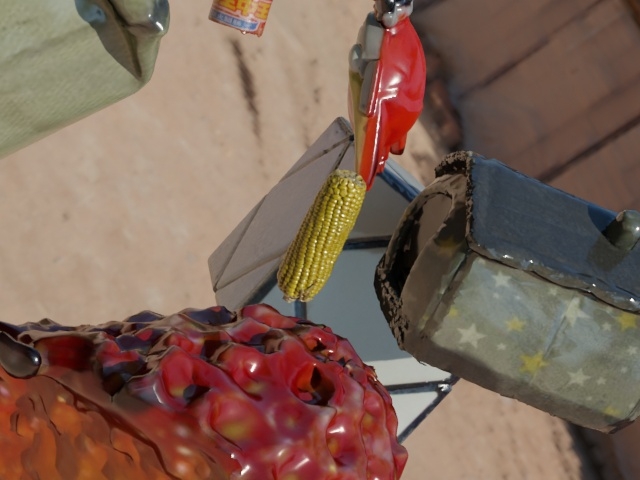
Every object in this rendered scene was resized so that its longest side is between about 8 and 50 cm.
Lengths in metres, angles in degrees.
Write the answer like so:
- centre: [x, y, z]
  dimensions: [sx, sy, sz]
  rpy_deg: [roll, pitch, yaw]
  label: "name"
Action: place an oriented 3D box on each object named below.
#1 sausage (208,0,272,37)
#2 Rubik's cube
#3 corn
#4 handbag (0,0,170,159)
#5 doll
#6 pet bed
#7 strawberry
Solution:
- centre: [-0.062, -0.387, 1.699]
  dimensions: [0.074, 0.274, 0.074]
  rpy_deg: [20, 11, -4]
  label: "sausage"
- centre: [0.038, 0.036, 1.295]
  dimensions: [0.207, 0.205, 0.205]
  rpy_deg: [39, 8, -16]
  label: "Rubik's cube"
- centre: [0.000, 0.000, 0.733]
  dimensions: [0.027, 0.083, 0.028]
  rpy_deg: [34, 25, 14]
  label: "corn"
- centre: [-0.208, -0.080, 0.592]
  dimensions: [0.109, 0.316, 0.253]
  rpy_deg: [60, 10, -32]
  label: "handbag"
- centre: [0.051, -0.128, 0.996]
  dimensions: [0.057, 0.169, 0.109]
  rpy_deg: [14, 22, 13]
  label: "doll"
- centre: [0.166, 0.025, 1.054]
  dimensions: [0.211, 0.159, 0.183]
  rpy_deg: [24, 16, -12]
  label: "pet bed"
- centre: [-0.056, 0.105, 0.643]
  dimensions: [0.234, 0.234, 0.178]
  rpy_deg: [55, 43, -3]
  label: "strawberry"
